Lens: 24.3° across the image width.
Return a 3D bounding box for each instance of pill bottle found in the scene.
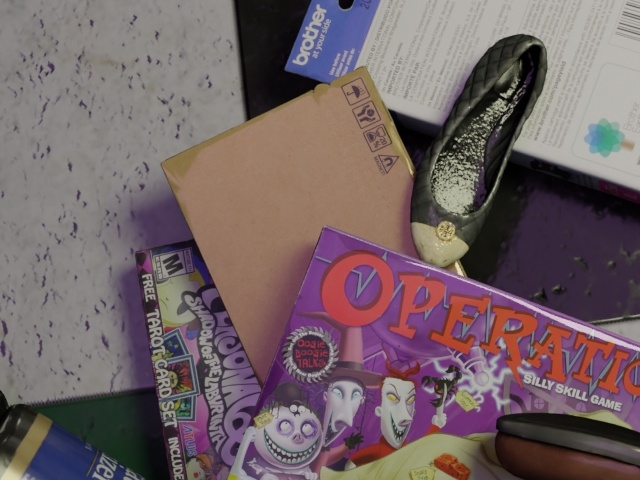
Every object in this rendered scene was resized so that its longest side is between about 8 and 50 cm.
[{"bbox_3d":[-0.139,0.212,0.969,0.219,0.123,0.122,33,86,-8],"label":"pill bottle"}]

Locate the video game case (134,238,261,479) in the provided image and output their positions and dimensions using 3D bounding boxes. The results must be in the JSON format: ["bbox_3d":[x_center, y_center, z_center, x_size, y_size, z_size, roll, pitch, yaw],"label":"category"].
[{"bbox_3d":[-0.014,0.098,1.071,0.210,0.042,0.232,-12,76,8],"label":"video game case"}]

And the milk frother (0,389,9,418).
[{"bbox_3d":[-0.309,0.168,1.066,0.135,0.143,0.129,-2,84,10],"label":"milk frother"}]

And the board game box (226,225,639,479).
[{"bbox_3d":[0.127,0.146,0.986,0.347,0.056,0.208,20,81,1],"label":"board game box"}]

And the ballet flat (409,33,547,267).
[{"bbox_3d":[0.105,-0.064,1.012,0.057,0.049,0.173,23,85,-5],"label":"ballet flat"}]

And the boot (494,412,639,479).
[{"bbox_3d":[0.188,0.267,0.927,0.264,0.096,0.280,23,92,-6],"label":"boot"}]

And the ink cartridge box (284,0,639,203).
[{"bbox_3d":[0.150,-0.152,1.078,0.311,0.065,0.185,20,85,13],"label":"ink cartridge box"}]

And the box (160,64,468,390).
[{"bbox_3d":[0.000,0.000,1.045,0.164,0.021,0.201,-25,81,2],"label":"box"}]
